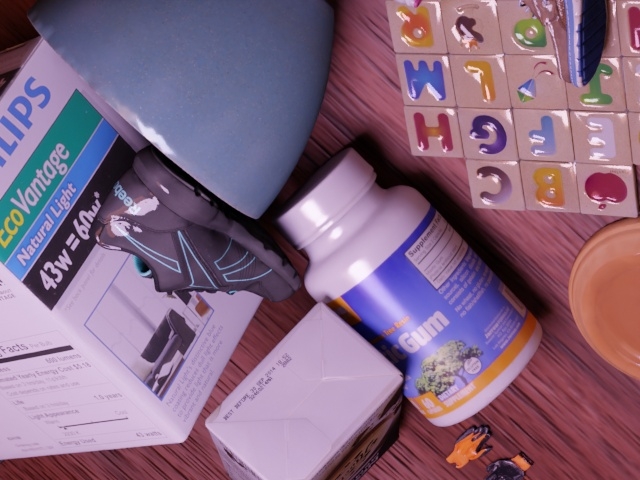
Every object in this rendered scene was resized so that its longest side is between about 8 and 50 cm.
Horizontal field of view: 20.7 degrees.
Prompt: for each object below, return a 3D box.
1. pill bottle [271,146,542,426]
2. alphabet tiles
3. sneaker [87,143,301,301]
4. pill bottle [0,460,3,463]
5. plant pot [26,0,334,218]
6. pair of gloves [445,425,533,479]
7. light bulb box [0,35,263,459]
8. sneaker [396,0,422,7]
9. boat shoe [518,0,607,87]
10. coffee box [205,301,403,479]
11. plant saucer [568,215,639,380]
[{"bbox_3d":[0.081,0.043,1.754,0.272,0.152,0.152,46,131,-8],"label":"pill bottle"},{"bbox_3d":[0.199,-0.173,1.632,0.285,0.011,0.342,4,124,26],"label":"alphabet tiles"},{"bbox_3d":[-0.118,0.002,1.660,0.106,0.101,0.267,-45,139,6],"label":"sneaker"},{"bbox_3d":[-0.427,0.190,2.128,0.162,0.162,0.278,38,131,-1],"label":"pill bottle"},{"bbox_3d":[-0.101,-0.189,1.641,0.290,0.290,0.195,42,95,-3],"label":"plant pot"},{"bbox_3d":[0.186,0.242,1.931,0.083,0.010,0.074,36,130,-2],"label":"pair of gloves"},{"bbox_3d":[-0.314,0.025,1.767,0.358,0.225,0.361,-12,130,43],"label":"light bulb box"},{"bbox_3d":[0.053,-0.314,1.526,0.111,0.103,0.252,16,144,26],"label":"sneaker"},{"bbox_3d":[0.211,-0.225,1.546,0.066,0.066,0.183,7,115,30],"label":"boat shoe"},{"bbox_3d":[-0.011,0.194,1.801,0.119,0.168,0.297,41,169,12],"label":"coffee box"},{"bbox_3d":[0.335,0.068,1.711,0.200,0.037,0.200,14,127,20],"label":"plant saucer"}]
